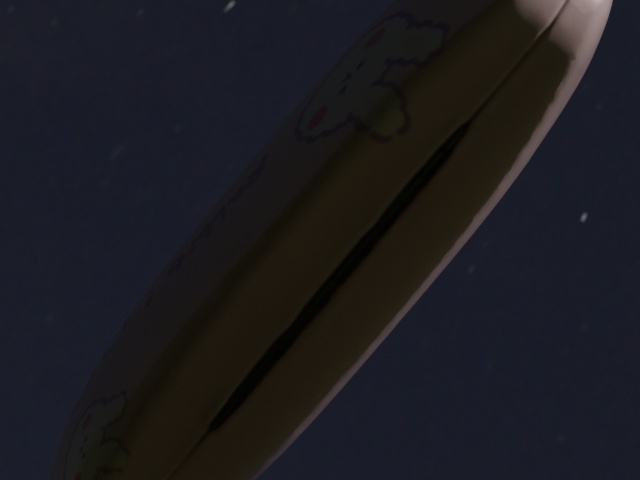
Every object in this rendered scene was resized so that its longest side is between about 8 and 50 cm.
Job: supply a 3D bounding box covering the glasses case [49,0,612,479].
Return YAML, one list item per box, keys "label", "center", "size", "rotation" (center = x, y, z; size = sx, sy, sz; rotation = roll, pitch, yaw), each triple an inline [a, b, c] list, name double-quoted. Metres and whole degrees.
- label: "glasses case"
  center: [0.000, 0.000, 0.714]
  size: [0.075, 0.113, 0.297]
  rotation: [37, -83, -14]
